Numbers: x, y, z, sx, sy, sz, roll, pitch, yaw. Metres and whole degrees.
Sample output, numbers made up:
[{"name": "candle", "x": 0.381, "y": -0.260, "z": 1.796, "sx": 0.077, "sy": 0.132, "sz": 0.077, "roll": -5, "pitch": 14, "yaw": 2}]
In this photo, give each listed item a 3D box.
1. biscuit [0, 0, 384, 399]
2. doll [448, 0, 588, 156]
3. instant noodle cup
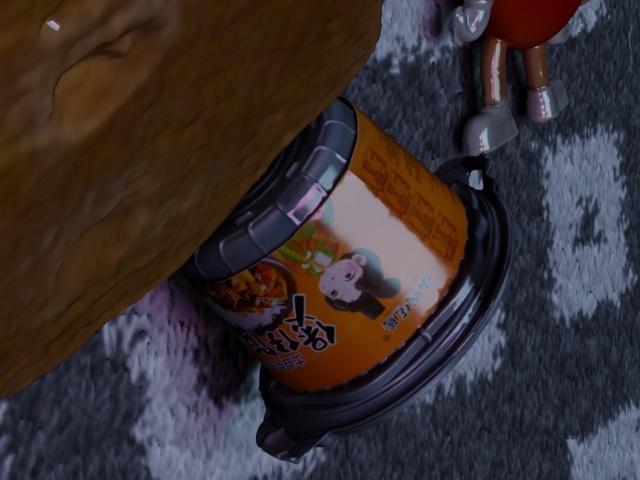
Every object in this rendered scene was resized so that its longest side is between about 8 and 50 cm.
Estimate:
[{"name": "biscuit", "x": -0.083, "y": -0.076, "z": 0.560, "sx": 0.385, "sy": 0.062, "sz": 0.365, "roll": -41, "pitch": 163, "yaw": -31}, {"name": "doll", "x": 0.148, "y": -0.184, "z": 1.067, "sx": 0.183, "sy": 0.085, "sz": 0.217, "roll": -27, "pitch": 127, "yaw": -50}, {"name": "instant noodle cup", "x": 0.000, "y": 0.000, "z": 0.786, "sx": 0.125, "sy": 0.177, "sz": 0.208, "roll": 45, "pitch": 55, "yaw": -29}]
